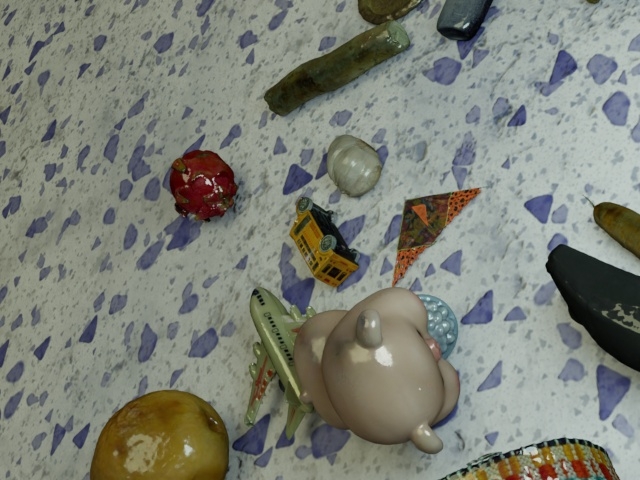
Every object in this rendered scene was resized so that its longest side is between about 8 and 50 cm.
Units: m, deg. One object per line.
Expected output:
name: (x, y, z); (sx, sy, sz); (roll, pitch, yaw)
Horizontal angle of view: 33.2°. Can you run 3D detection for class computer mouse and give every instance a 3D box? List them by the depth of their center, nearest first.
computer mouse: (0.360, 0.098, 1.249); (0.086, 0.137, 0.269); (-52, 39, -6)

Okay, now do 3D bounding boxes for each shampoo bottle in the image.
shampoo bottle: (0.268, -0.443, 1.778); (0.087, 0.049, 0.234); (17, 79, 49)

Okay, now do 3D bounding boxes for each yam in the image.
yam: (0.023, -0.310, 1.944); (0.317, 0.067, 0.071); (-23, 42, 37)

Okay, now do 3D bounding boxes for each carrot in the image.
carrot: (0.417, 0.005, 1.309); (0.078, 0.078, 0.298); (-55, 35, 4)

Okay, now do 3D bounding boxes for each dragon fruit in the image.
dragon fruit: (-0.229, -0.112, 2.038); (0.136, 0.133, 0.166); (-46, 41, 27)

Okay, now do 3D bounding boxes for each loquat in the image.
loquat: (-0.255, 0.347, 1.714); (0.238, 0.193, 0.238); (-19, 59, 37)

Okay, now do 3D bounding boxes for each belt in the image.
belt: (0.204, 0.332, 1.195); (0.295, 0.207, 0.161); (-29, 47, 16)

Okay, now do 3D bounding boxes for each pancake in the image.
pancake: (0.143, -0.475, 1.961); (0.199, 0.021, 0.199); (-27, 47, 33)

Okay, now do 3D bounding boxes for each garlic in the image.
garlic: (0.051, -0.127, 1.789); (0.094, 0.074, 0.113); (-45, 55, 2)

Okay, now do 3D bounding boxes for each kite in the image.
kite: (0.157, -0.032, 1.665); (0.222, 0.008, 0.125); (-49, 37, 12)

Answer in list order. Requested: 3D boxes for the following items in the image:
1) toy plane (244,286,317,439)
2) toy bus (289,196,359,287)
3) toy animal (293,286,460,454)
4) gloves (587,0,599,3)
toy plane: (-0.052, 0.173, 1.675); (0.242, 0.104, 0.256); (-47, 38, 25)
toy bus: (0.000, 0.000, 1.763); (0.074, 0.069, 0.162); (-48, 40, 16)
toy animal: (0.065, 0.173, 1.469); (0.221, 0.210, 0.229); (-22, 16, 28)
gloves: (0.380, -0.476, 1.605); (0.154, 0.141, 0.331); (-46, 40, 14)
